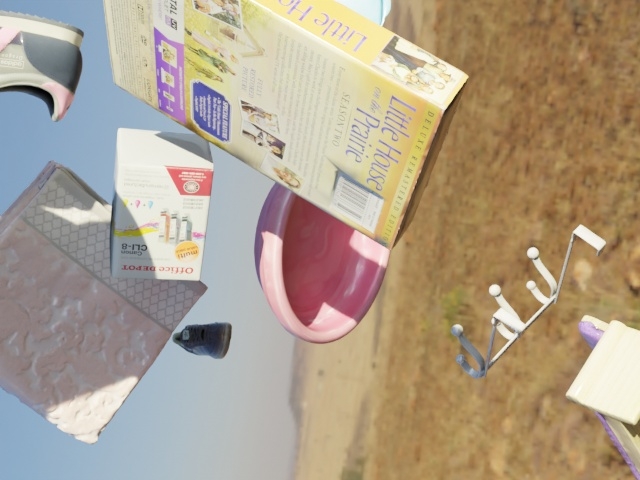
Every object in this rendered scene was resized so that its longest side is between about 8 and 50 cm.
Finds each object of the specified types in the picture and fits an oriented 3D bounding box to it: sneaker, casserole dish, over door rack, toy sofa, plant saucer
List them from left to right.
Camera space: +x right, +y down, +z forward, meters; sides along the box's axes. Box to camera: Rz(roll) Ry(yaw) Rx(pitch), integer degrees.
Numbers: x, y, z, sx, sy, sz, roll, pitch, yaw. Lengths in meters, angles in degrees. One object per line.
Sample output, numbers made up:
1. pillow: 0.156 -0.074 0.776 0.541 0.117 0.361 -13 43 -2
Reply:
1. sneaker: -0.455 -0.221 1.239 0.112 0.319 0.131 -176 89 -68
2. sneaker: -0.219 0.184 1.842 0.188 0.071 0.066 152 125 -64
3. plant saucer: 0.000 0.000 1.641 0.332 0.084 0.332 -18 -68 -52
4. casserole dish: 0.030 -0.397 1.737 0.037 0.188 0.114 48 -138 -75
5. over door rack: 0.357 0.104 1.802 0.239 0.108 0.324 -43 -13 -19
6. toy sofa: 0.513 0.288 1.619 0.150 0.177 0.362 -54 -48 -17

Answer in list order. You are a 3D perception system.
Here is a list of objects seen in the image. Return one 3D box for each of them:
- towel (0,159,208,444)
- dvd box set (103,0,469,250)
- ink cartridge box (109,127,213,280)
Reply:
1. towel: -0.376 0.099 1.510 0.317 0.332 0.053 -53 28 -11
2. dvd box set: -0.059 -0.180 1.128 0.062 0.420 0.307 -54 -11 -26
3. ink cartridge box: -0.224 -0.048 1.395 0.127 0.128 0.176 -111 27 -58
